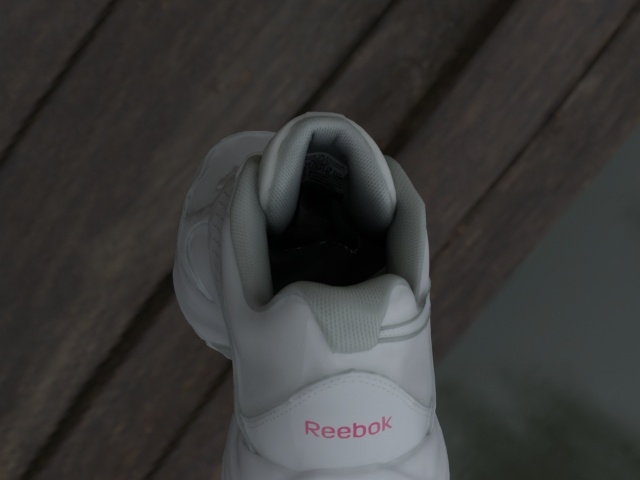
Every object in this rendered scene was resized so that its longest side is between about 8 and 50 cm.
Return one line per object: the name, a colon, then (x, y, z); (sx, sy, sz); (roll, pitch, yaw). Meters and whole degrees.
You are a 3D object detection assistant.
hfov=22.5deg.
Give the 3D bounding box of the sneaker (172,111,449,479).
sneaker: (0.000, 0.000, 0.558); (0.090, 0.232, 0.115); (-3, 118, -12)
